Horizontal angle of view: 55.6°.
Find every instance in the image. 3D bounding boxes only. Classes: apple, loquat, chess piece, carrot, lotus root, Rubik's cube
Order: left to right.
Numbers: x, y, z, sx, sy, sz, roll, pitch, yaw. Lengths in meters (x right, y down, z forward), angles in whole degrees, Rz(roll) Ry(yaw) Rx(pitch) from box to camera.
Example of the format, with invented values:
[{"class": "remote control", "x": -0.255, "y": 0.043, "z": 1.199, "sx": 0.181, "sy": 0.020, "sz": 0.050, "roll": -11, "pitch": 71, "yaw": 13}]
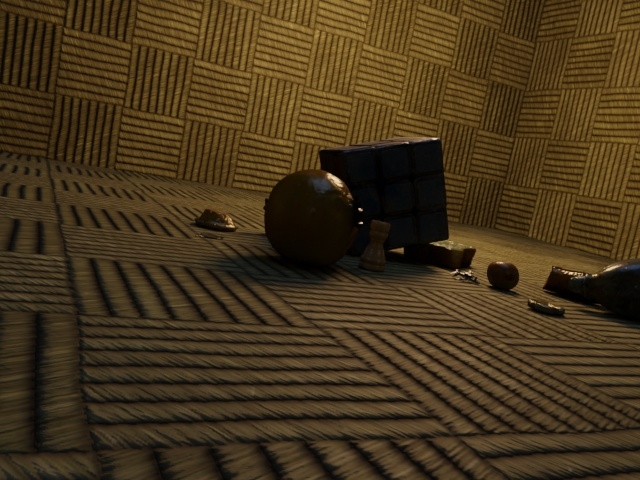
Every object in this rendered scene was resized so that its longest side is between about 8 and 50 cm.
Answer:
[{"class": "loquat", "x": -0.011, "y": -0.052, "z": 1.399, "sx": 0.244, "sy": 0.244, "sz": 0.244, "roll": 10, "pitch": 7, "yaw": -1}, {"class": "chess piece", "x": 0.137, "y": 0.012, "z": 1.504, "sx": 0.066, "sy": 0.122, "sz": 0.066, "roll": 10, "pitch": 7, "yaw": -1}, {"class": "Rubik's cube", "x": 0.184, "y": -0.142, "z": 1.817, "sx": 0.301, "sy": 0.305, "sz": 0.304, "roll": -9, "pitch": 13, "yaw": -11}, {"class": "apple", "x": 0.478, "y": 0.092, "z": 1.595, "sx": 0.084, "sy": 0.071, "sz": 0.084, "roll": 8, "pitch": -1, "yaw": 0}, {"class": "carrot", "x": 0.690, "y": 0.120, "z": 1.646, "sx": 0.173, "sy": 0.082, "sz": 0.082, "roll": 16, "pitch": 9, "yaw": 40}, {"class": "lotus root", "x": 0.784, "y": 0.120, "z": 1.491, "sx": 0.322, "sy": 0.158, "sz": 0.140, "roll": 3, "pitch": 7, "yaw": -2}]

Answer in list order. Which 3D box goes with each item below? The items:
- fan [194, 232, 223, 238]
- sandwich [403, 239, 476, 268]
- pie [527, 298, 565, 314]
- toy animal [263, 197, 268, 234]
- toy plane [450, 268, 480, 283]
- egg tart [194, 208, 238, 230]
[{"class": "fan", "x": -0.287, "y": -0.012, "z": 1.539, "sx": 0.056, "sy": 0.004, "sz": 0.083, "roll": 16, "pitch": 9, "yaw": 32}, {"class": "sandwich", "x": 0.376, "y": 0.035, "z": 1.904, "sx": 0.186, "sy": 0.065, "sz": 0.214, "roll": 15, "pitch": 9, "yaw": 30}, {"class": "pie", "x": 0.511, "y": 0.151, "z": 1.375, "sx": 0.084, "sy": 0.020, "sz": 0.084, "roll": 13, "pitch": 8, "yaw": -2}, {"class": "toy animal", "x": -0.069, "y": -0.060, "z": 1.795, "sx": 0.185, "sy": 0.122, "sz": 0.298, "roll": 1, "pitch": -1, "yaw": 8}, {"class": "toy plane", "x": 0.386, "y": 0.096, "z": 1.606, "sx": 0.084, "sy": 0.024, "sz": 0.078, "roll": 17, "pitch": 28, "yaw": 40}, {"class": "egg tart", "x": -0.294, "y": -0.060, "z": 1.737, "sx": 0.129, "sy": 0.049, "sz": 0.129, "roll": 12, "pitch": 7, "yaw": -2}]
